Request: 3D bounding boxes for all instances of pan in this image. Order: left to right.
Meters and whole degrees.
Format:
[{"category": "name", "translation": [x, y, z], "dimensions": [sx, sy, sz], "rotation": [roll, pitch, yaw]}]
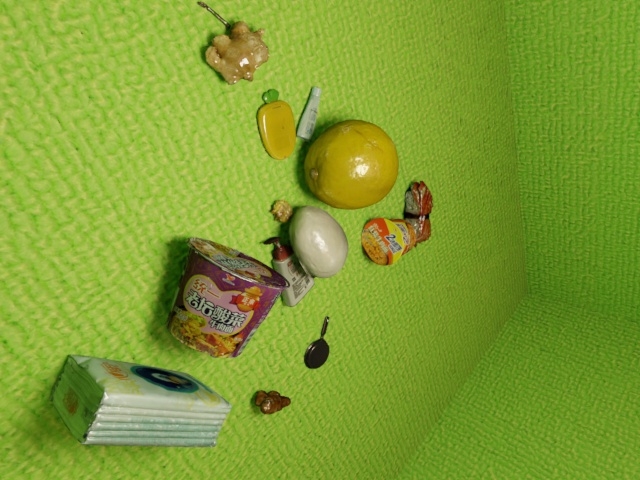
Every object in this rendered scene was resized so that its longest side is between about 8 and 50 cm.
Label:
[{"category": "pan", "translation": [0.003, 0.439, 1.858], "dimensions": [0.136, 0.028, 0.235], "rotation": [18, 88, -45]}]

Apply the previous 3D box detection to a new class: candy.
[{"category": "candy", "translation": [0.000, 0.000, 1.590], "dimensions": [0.295, 0.185, 0.295], "rotation": [-18, 90, -79]}]

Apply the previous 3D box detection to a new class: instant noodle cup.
[{"category": "instant noodle cup", "translation": [-0.300, 0.176, 1.321], "dimensions": [0.340, 0.340, 0.265], "rotation": [23, 96, -45]}, {"category": "instant noodle cup", "translation": [0.313, -0.007, 1.931], "dimensions": [0.174, 0.213, 0.213], "rotation": [-15, 111, -51]}]

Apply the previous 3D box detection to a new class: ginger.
[{"category": "ginger", "translation": [-0.236, -0.567, 1.312], "dimensions": [0.157, 0.102, 0.216], "rotation": [43, 72, -16]}, {"category": "ginger", "translation": [-0.193, 0.621, 1.674], "dimensions": [0.162, 0.103, 0.073], "rotation": [21, 90, -54]}]

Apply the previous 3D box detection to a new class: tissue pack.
[{"category": "tissue pack", "translation": [-0.488, 0.449, 1.208], "dimensions": [0.388, 0.287, 0.162], "rotation": [28, 77, -44]}]

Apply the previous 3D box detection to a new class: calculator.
[{"category": "calculator", "translation": [-0.147, -0.393, 1.490], "dimensions": [0.146, 0.032, 0.234], "rotation": [-29, 122, -36]}]

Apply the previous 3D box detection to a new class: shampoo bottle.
[{"category": "shampoo bottle", "translation": [-0.124, 0.095, 1.618], "dimensions": [0.153, 0.071, 0.284], "rotation": [-44, 125, -31]}, {"category": "shampoo bottle", "translation": [-0.037, -0.458, 1.573], "dimensions": [0.069, 0.041, 0.190], "rotation": [14, 91, -40]}]

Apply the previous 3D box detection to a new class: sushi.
[{"category": "sushi", "translation": [0.464, -0.122, 2.095], "dimensions": [0.124, 0.130, 0.331], "rotation": [-6, 100, -38]}]

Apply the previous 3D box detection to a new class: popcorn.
[{"category": "popcorn", "translation": [-0.138, -0.106, 1.558], "dimensions": [0.083, 0.057, 0.082], "rotation": [-8, 105, -40]}]

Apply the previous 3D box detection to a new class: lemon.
[{"category": "lemon", "translation": [0.110, -0.268, 1.569], "dimensions": [0.348, 0.348, 0.347], "rotation": [-13, 110, -41]}]

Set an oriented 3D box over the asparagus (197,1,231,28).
[{"category": "asparagus", "translation": [-0.309, -0.662, 1.276], "dimensions": [0.114, 0.014, 0.015], "rotation": [27, 65, -44]}]
